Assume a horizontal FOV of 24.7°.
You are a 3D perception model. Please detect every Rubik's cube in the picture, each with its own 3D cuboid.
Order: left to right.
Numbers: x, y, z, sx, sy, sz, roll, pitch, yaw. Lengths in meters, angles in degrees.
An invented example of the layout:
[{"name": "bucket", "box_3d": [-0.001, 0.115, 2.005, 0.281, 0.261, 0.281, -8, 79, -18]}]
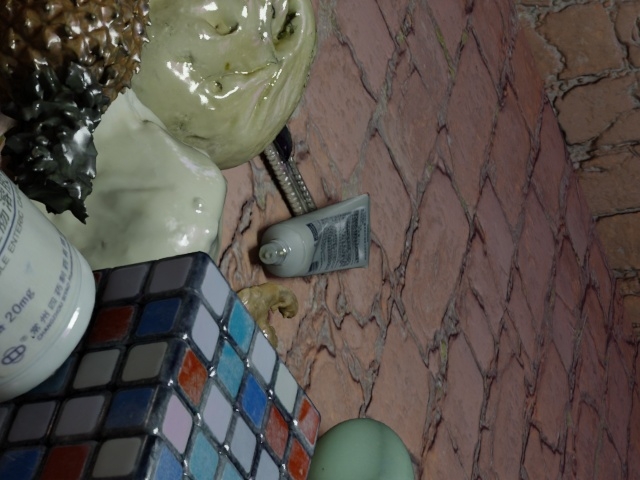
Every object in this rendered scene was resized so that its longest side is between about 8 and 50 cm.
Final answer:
[{"name": "Rubik's cube", "box_3d": [-0.201, 0.221, 1.470, 0.292, 0.293, 0.287, 57, 33, -38]}]

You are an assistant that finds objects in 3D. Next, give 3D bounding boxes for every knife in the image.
[{"name": "knife", "box_3d": [-0.036, -0.094, 2.247, 0.089, 0.043, 0.365, -60, 136, -42]}]

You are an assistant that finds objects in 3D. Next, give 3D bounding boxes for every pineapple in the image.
[{"name": "pineapple", "box_3d": [-0.269, -0.185, 1.534, 0.202, 0.202, 0.362, 46, 29, -51]}]

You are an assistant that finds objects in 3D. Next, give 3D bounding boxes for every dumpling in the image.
[{"name": "dumpling", "box_3d": [-0.227, -0.032, 1.636, 0.243, 0.187, 0.318, 47, 53, -28]}]

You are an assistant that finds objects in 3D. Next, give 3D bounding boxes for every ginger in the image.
[{"name": "ginger", "box_3d": [-0.091, 0.175, 2.011, 0.149, 0.065, 0.258, 29, 60, -45]}]

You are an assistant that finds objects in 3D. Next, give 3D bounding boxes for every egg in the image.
[{"name": "egg", "box_3d": [0.053, 0.356, 2.114, 0.231, 0.168, 0.168, -74, 145, -49]}]

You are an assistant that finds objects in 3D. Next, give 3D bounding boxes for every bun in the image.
[{"name": "bun", "box_3d": [-0.139, -0.251, 1.869, 0.362, 0.235, 0.326, -28, 112, -58]}]

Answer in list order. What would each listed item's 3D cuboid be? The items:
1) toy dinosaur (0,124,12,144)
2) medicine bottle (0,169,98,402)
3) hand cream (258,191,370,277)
[{"name": "toy dinosaur", "box_3d": [-0.359, -0.087, 1.557, 0.041, 0.026, 0.113, 60, 40, -50]}, {"name": "medicine bottle", "box_3d": [-0.368, -0.010, 1.315, 0.332, 0.190, 0.190, 53, 36, -45]}, {"name": "hand cream", "box_3d": [0.000, 0.000, 2.230, 0.341, 0.078, 0.124, -14, 105, -63]}]
